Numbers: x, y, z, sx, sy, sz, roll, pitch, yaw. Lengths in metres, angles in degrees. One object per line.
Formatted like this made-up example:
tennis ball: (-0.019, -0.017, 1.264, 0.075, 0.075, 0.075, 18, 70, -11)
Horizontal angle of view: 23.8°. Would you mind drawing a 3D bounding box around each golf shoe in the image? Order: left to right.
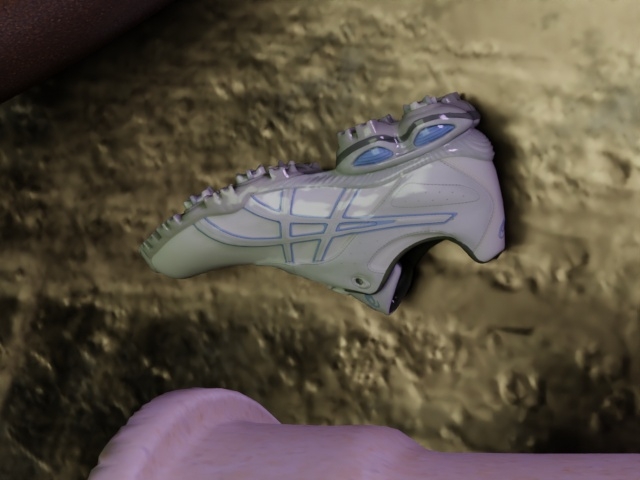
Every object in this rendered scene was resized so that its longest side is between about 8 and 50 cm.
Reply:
golf shoe: (0.000, 0.000, 0.685, 0.176, 0.069, 0.086, -20, 93, 26)

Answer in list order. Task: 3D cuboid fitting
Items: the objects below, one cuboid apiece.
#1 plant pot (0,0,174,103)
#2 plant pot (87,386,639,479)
plant pot: (-0.105, -0.180, 0.655, 0.230, 0.215, 0.215, -17, 88, 9)
plant pot: (0.127, 0.184, 0.394, 0.305, 0.334, 0.333, -9, 91, 14)
